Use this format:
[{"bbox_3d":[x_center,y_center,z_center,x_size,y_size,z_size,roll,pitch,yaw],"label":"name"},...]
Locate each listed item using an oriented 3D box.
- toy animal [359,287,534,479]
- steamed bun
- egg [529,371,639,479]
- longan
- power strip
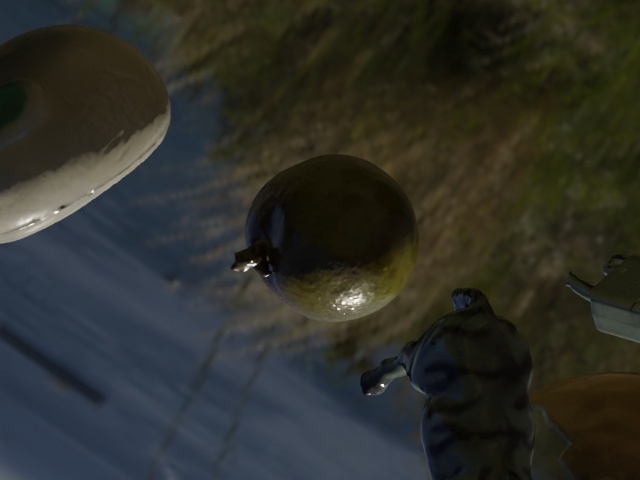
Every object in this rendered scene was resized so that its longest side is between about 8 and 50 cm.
[{"bbox_3d":[0.093,0.156,1.205,0.090,0.255,0.170,3,141,-20],"label":"toy animal"},{"bbox_3d":[-0.240,-0.100,1.604,0.177,0.228,0.131,8,131,49],"label":"steamed bun"},{"bbox_3d":[0.267,0.216,1.724,0.201,0.244,0.201,-16,-90,-85],"label":"egg"},{"bbox_3d":[0.000,0.000,1.626,0.155,0.176,0.145,-40,63,62],"label":"longan"},{"bbox_3d":[0.378,0.072,2.001,0.288,0.093,0.053,17,134,45],"label":"power strip"}]
